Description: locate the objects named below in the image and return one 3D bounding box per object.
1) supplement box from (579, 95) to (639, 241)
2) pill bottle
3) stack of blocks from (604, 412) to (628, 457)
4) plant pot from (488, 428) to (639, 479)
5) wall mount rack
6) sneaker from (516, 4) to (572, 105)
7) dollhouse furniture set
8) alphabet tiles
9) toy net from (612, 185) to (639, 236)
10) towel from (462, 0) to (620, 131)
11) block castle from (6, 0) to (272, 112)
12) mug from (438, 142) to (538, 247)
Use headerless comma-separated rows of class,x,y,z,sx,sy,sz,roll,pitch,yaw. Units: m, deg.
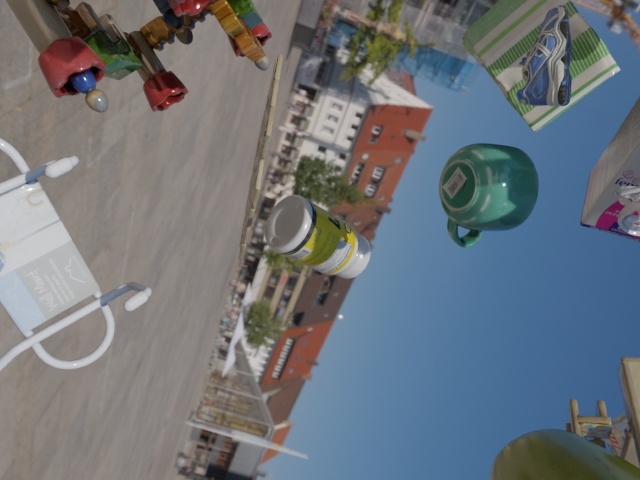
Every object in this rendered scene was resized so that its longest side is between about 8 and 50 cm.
supplement box,0.474,-0.104,0.796,0.220,0.111,0.113,86,25,-59
pill bottle,0.000,0.000,1.121,0.119,0.209,0.119,-22,-124,36
stack of blocks,0.719,0.474,1.160,0.171,0.087,0.297,64,1,11
plant pot,0.269,0.322,0.526,0.293,0.275,0.274,-84,-166,-74
wall mount rack,-0.394,0.052,0.675,0.304,0.349,0.131,-34,-156,-28
sneaker,0.383,-0.318,0.948,0.080,0.081,0.211,48,49,-46
dollhouse furniture set,0.465,0.297,0.762,0.160,0.212,0.242,-76,156,-43
alphabet tiles,-0.108,-0.141,0.983,0.342,0.011,0.285,116,-18,-57
toy net,0.270,-0.001,0.383,0.232,0.122,0.045,-125,-152,-75
towel,0.530,-0.463,1.364,0.248,0.324,0.038,-38,164,26
block castle,-0.257,-0.352,0.952,0.303,0.212,0.453,-30,-174,9
mug,0.238,-0.066,0.825,0.129,0.098,0.157,4,-87,59
